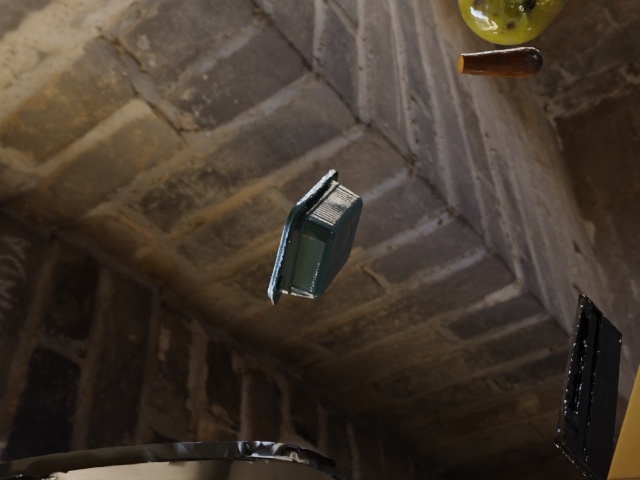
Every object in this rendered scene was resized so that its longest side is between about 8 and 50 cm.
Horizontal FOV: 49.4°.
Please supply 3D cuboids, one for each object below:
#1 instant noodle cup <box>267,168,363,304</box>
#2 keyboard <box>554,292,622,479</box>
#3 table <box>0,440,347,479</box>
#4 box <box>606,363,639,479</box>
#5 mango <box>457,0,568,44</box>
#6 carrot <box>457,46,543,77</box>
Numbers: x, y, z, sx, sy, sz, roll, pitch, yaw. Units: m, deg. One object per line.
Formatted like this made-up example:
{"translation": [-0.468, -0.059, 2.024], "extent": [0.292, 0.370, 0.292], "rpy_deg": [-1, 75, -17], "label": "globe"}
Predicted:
{"translation": [0.000, 0.000, 0.978], "extent": [0.179, 0.070, 0.157], "rpy_deg": [-48, -23, -55], "label": "instant noodle cup"}
{"translation": [0.306, 0.161, 0.781], "extent": [0.017, 0.087, 0.250], "rpy_deg": [-36, 12, 39], "label": "keyboard"}
{"translation": [-0.132, 0.277, 0.306], "extent": [0.317, 0.317, 0.249], "rpy_deg": [-33, 37, 24], "label": "table"}
{"translation": [0.164, 0.117, 0.199], "extent": [0.174, 0.076, 0.274], "rpy_deg": [-32, 18, 53], "label": "box"}
{"translation": [0.381, -0.533, 1.261], "extent": [0.365, 0.182, 0.253], "rpy_deg": [-66, 20, -5], "label": "mango"}
{"translation": [0.191, -0.187, 0.733], "extent": [0.093, 0.032, 0.032], "rpy_deg": [-4, 36, -12], "label": "carrot"}
